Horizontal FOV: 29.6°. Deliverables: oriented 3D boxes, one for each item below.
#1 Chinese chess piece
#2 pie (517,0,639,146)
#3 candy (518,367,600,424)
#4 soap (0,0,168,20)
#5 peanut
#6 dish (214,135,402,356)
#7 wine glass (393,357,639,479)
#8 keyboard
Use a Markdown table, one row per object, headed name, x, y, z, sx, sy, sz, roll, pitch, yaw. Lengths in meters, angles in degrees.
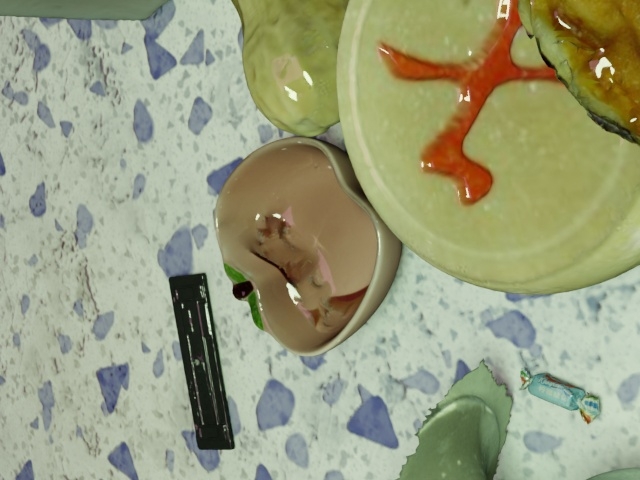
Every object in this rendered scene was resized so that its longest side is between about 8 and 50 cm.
| name | x | y | z | sx | sy | sz | roll | pitch | yaw |
| --- | --- | --- | --- | --- | --- | --- | --- | --- | --- |
| Chinese chess piece | 0.167 | -0.125 | 0.967 | 0.338 | 0.140 | 0.338 | 10 | 104 | 43 |
| pie | 0.279 | -0.173 | 0.782 | 0.085 | 0.308 | 0.308 | 121 | 128 | -75 |
| candy | 0.208 | 0.136 | 1.061 | 0.083 | 0.020 | 0.030 | 18 | 107 | 42 |
| soap | -0.305 | -0.457 | 1.229 | 0.213 | 0.350 | 0.435 | -27 | 78 | 51 |
| peanut | -0.027 | -0.231 | 1.134 | 0.130 | 0.130 | 0.290 | -32 | 66 | 42 |
| dish | 0.000 | 0.000 | 1.185 | 0.213 | 0.090 | 0.213 | 8 | 102 | 40 |
| wine glass | 0.209 | 0.267 | 0.949 | 0.323 | 0.238 | 0.238 | 27 | 116 | 35 |
| keyboard | -0.136 | 0.140 | 1.393 | 0.061 | 0.013 | 0.204 | -8 | 92 | 44 |
